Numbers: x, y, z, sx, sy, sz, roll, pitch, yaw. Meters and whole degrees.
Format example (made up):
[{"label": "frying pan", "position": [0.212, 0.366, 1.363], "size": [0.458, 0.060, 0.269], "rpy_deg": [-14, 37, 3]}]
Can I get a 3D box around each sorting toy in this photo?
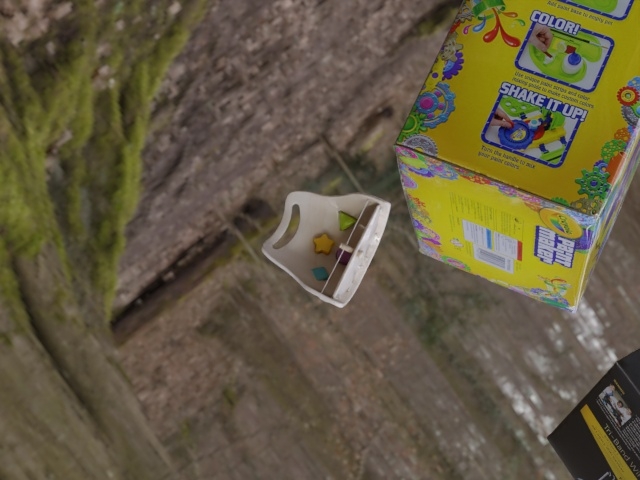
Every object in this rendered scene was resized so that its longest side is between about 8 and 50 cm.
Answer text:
[{"label": "sorting toy", "position": [0.000, 0.000, 0.797], "size": [0.083, 0.075, 0.045], "rpy_deg": [-63, 169, -12]}]

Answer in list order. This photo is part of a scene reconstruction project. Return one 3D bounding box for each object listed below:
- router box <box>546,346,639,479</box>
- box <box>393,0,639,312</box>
[{"label": "router box", "position": [0.379, 0.275, 1.126], "size": [0.081, 0.309, 0.243], "rpy_deg": [-25, 158, -18]}, {"label": "box", "position": [0.213, -0.122, 1.019], "size": [0.279, 0.177, 0.290], "rpy_deg": [-65, 164, -12]}]
